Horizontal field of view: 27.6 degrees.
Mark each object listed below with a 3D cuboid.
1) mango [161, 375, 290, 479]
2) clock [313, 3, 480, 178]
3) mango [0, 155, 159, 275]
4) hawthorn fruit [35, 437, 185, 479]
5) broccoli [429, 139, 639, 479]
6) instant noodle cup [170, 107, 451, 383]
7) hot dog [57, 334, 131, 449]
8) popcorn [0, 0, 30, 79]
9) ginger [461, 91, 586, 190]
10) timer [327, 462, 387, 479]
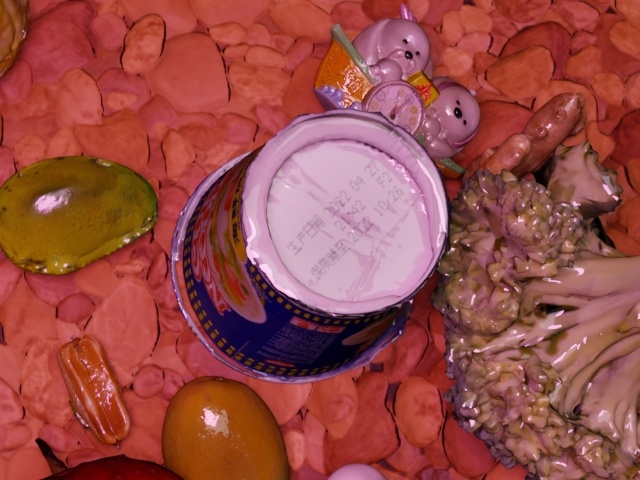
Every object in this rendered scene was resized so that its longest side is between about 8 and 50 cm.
[{"bbox_3d":[-0.098,0.238,1.364,0.130,0.092,0.194,-5,85,-12],"label":"mango"},{"bbox_3d":[0.092,-0.157,1.454,0.144,0.103,0.231,-43,111,-6],"label":"clock"},{"bbox_3d":[-0.261,-0.031,1.384,0.178,0.100,0.119,-11,118,-20],"label":"mango"},{"bbox_3d":[-0.213,0.318,1.271,0.254,0.254,0.300,-27,58,-13],"label":"hawthorn fruit"},{"bbox_3d":[0.254,0.082,1.354,0.277,0.317,0.338,6,41,-42],"label":"broccoli"},{"bbox_3d":[0.000,0.000,1.310,0.284,0.312,0.284,2,80,-10],"label":"instant noodle cup"},{"bbox_3d":[-0.240,0.161,1.383,0.056,0.041,0.133,-22,77,-13],"label":"hot dog"},{"bbox_3d":[-0.404,-0.245,1.369,0.198,0.198,0.212,-32,60,-14],"label":"popcorn"},{"bbox_3d":[0.224,-0.103,1.472,0.176,0.193,0.052,-39,80,17],"label":"ginger"},{"bbox_3d":[0.042,0.366,1.287,0.233,0.233,0.240,23,101,-5],"label":"timer"}]
